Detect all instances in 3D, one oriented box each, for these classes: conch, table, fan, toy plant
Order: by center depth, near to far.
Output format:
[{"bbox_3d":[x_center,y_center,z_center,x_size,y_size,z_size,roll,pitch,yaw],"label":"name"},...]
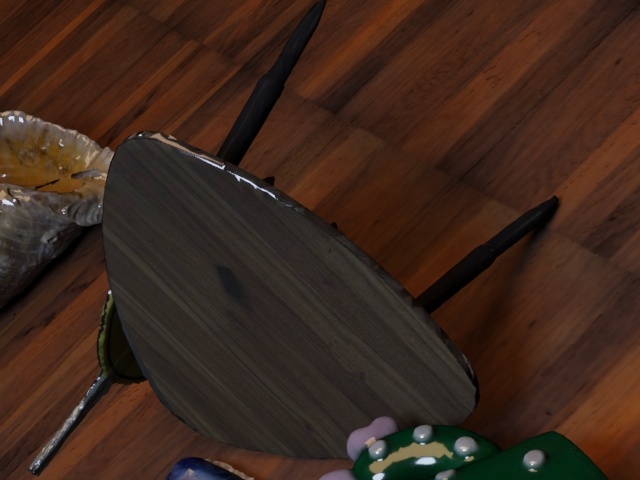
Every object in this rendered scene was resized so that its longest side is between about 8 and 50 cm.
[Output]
[{"bbox_3d":[0.071,0.215,0.789,0.233,0.112,0.243,12,54,38],"label":"toy plant"},{"bbox_3d":[0.000,0.000,1.037,0.317,0.317,0.249,-8,32,40],"label":"table"},{"bbox_3d":[-0.146,0.068,1.117,0.011,0.229,0.335,33,76,19],"label":"fan"},{"bbox_3d":[-0.404,-0.022,1.486,0.297,0.352,0.210,-105,24,-46],"label":"conch"}]

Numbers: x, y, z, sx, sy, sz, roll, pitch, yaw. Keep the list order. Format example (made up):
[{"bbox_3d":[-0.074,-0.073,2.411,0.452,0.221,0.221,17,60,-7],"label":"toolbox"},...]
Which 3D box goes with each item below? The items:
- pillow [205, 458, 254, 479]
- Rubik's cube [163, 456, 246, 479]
[{"bbox_3d":[-0.069,0.237,0.978,0.211,0.034,0.135,6,58,50],"label":"pillow"},{"bbox_3d":[0.021,0.308,0.503,0.287,0.292,0.293,22,68,32],"label":"Rubik's cube"}]
